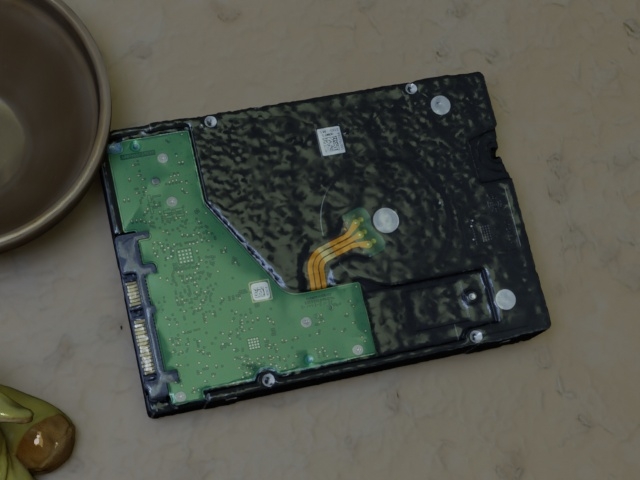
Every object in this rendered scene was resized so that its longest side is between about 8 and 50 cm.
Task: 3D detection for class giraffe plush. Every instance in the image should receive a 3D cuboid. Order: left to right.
[{"bbox_3d":[-0.271,0.141,0.927,0.181,0.170,0.210,-11,77,-12],"label":"giraffe plush"}]

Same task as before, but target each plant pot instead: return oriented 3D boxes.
[{"bbox_3d":[-0.286,-0.091,1.019,0.237,0.110,0.237,3,74,-10],"label":"plant pot"}]

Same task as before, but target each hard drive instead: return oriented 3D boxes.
[{"bbox_3d":[0.000,0.000,1.068,0.339,0.064,0.237,-11,77,-13],"label":"hard drive"}]
